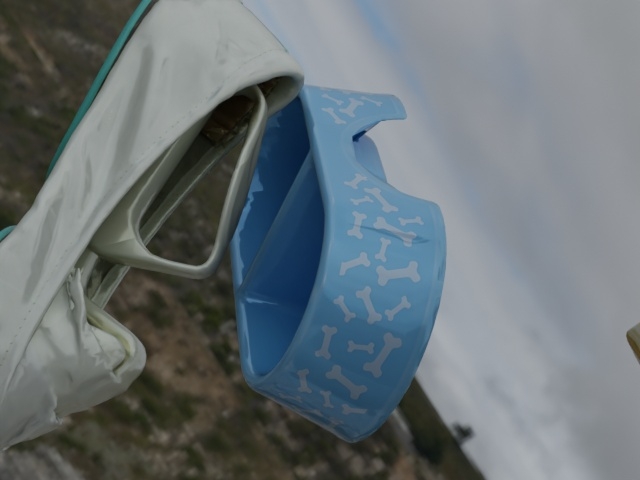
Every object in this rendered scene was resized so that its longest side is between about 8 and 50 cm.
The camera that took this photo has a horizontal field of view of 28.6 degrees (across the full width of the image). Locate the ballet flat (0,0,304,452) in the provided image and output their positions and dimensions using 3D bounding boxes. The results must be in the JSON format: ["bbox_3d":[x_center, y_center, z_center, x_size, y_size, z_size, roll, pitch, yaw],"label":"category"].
[{"bbox_3d":[-0.141,0.014,0.798,0.139,0.400,0.139,31,-10,6],"label":"ballet flat"}]

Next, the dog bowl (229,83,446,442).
[{"bbox_3d":[0.000,0.000,0.843,0.074,0.166,0.297,18,30,-19],"label":"dog bowl"}]

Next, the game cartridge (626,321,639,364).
[{"bbox_3d":[0.281,0.211,0.603,0.285,0.052,0.324,56,4,-33],"label":"game cartridge"}]
